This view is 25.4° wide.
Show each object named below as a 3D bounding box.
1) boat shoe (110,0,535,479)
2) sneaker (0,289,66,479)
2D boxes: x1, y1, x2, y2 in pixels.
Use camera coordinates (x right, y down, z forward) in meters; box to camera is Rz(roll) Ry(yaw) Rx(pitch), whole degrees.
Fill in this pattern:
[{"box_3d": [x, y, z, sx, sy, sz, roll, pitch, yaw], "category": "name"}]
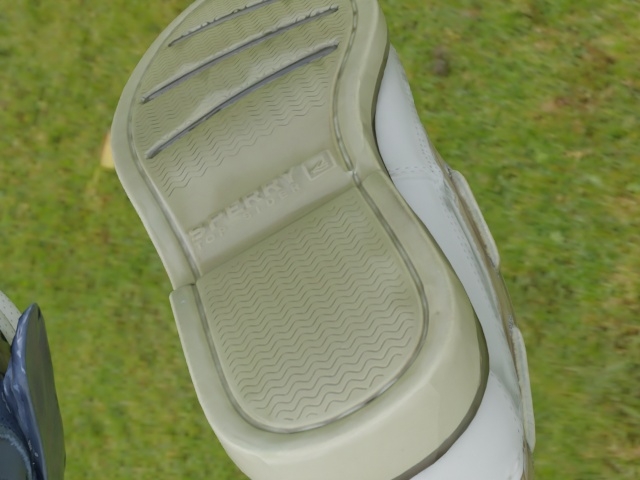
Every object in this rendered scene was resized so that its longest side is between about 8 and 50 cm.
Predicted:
[{"box_3d": [0.000, 0.000, 0.501, 0.113, 0.103, 0.302, -25, 35, 10], "category": "boat shoe"}, {"box_3d": [-0.150, 0.166, 0.551, 0.130, 0.236, 0.322, -4, 101, 6], "category": "sneaker"}]
